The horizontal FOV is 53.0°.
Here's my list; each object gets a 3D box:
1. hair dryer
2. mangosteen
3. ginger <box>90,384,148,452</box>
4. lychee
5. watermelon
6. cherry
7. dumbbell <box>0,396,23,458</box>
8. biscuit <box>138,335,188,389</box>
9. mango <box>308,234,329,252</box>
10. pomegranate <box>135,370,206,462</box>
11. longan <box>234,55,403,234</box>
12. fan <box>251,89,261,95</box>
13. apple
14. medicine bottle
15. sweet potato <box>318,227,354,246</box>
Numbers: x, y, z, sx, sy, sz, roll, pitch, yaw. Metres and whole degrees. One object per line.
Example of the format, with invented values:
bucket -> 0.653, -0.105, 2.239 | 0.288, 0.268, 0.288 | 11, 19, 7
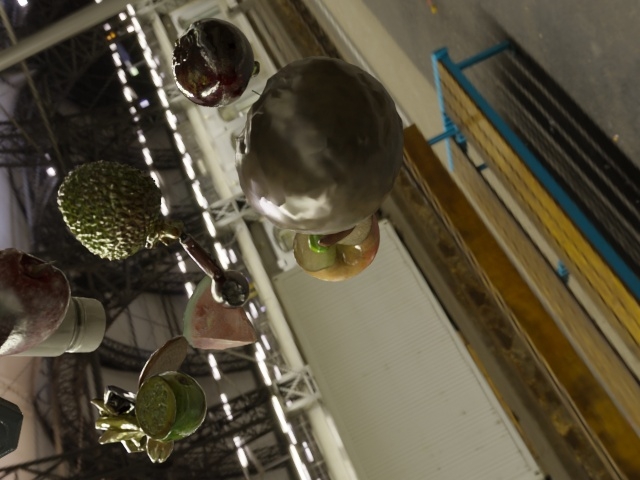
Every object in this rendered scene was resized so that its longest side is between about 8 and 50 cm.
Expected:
hair dryer -> -0.373, 0.069, 2.092 | 0.340, 0.123, 0.312 | 52, 171, -21
mangosteen -> -0.254, -0.464, 1.704 | 0.289, 0.231, 0.231 | -4, -119, -49
ginger -> -0.697, 0.708, 2.406 | 0.358, 0.211, 0.413 | 24, 165, 4
lychee -> -0.552, -0.078, 1.750 | 0.320, 0.269, 0.270 | 56, -178, -13
watermelon -> -0.376, 0.265, 2.359 | 0.292, 0.283, 0.250 | 1, 140, 50
cherry -> -0.718, 0.148, 1.500 | 0.230, 0.300, 0.203 | 33, -171, -15
dumbbell -> -0.788, 0.371, 1.450 | 0.324, 0.160, 0.144 | 25, 135, 48
biscuit -> -0.594, 0.467, 2.422 | 0.037, 0.262, 0.262 | 32, 170, 17
mango -> 0.000, 0.000, 1.939 | 0.108, 0.073, 0.056 | -93, -14, -57
pomegranate -> -0.398, 0.484, 1.774 | 0.159, 0.189, 0.241 | 14, -115, -50
longan -> -0.006, -0.203, 1.405 | 0.391, 0.391, 0.391 | 63, 180, 0
fan -> -0.181, -0.482, 2.210 | 0.133, 0.005, 0.085 | 31, -129, -18
apple -> 0.069, 0.011, 2.074 | 0.163, 0.292, 0.251 | 50, -173, -44
medicine bottle -> -0.870, 0.258, 2.011 | 0.339, 0.208, 0.208 | 12, -138, -47
sweet potato -> 0.072, -0.051, 1.879 | 0.058, 0.255, 0.078 | 28, 147, 23
